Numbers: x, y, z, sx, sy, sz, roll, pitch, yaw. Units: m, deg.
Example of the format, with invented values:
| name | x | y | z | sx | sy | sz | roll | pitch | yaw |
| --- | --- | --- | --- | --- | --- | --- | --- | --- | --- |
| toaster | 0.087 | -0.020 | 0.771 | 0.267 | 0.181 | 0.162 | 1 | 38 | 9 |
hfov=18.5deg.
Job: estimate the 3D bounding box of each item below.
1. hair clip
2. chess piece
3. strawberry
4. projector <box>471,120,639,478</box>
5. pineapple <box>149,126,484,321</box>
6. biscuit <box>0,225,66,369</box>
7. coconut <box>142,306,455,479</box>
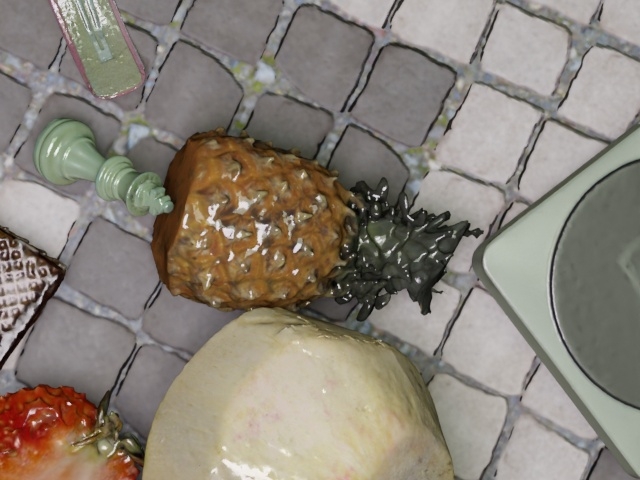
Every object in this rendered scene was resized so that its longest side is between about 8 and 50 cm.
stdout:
| name | x | y | z | sx | sy | sz | roll | pitch | yaw |
| --- | --- | --- | --- | --- | --- | --- | --- | --- | --- |
| hair clip | -0.199 | -0.189 | 1.719 | 0.054 | 0.022 | 0.137 | -24 | 91 | -8 |
| chess piece | -0.175 | -0.055 | 1.659 | 0.149 | 0.059 | 0.059 | 25 | 84 | 37 |
| strawberry | -0.266 | 0.210 | 1.664 | 0.236 | 0.107 | 0.175 | -31 | 128 | -6 |
| projector | 0.305 | 0.040 | 1.739 | 0.257 | 0.079 | 0.259 | -37 | 92 | -6 |
| pineapple | 0.000 | 0.000 | 1.688 | 0.279 | 0.158 | 0.157 | 12 | 87 | -18 |
| biscuit | -0.365 | 0.154 | 1.664 | 0.107 | 0.073 | 0.388 | 34 | 84 | -3 |
| coconut | -0.026 | 0.184 | 1.627 | 0.259 | 0.259 | 0.259 | 0 | 88 | -6 |
